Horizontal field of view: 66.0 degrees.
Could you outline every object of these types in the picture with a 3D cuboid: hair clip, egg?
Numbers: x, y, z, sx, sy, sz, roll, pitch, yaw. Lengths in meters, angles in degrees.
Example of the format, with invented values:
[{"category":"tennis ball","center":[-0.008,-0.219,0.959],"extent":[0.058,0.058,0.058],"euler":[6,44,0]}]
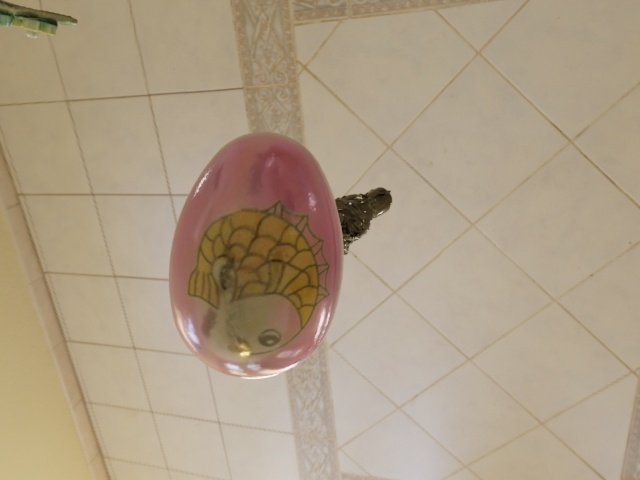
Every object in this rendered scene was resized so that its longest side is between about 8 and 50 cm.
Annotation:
[{"category":"hair clip","center":[-0.327,-0.223,0.468],"extent":[0.049,0.173,0.049],"euler":[-1,89,45]},{"category":"egg","center":[-0.071,0.019,0.550],"extent":[0.197,0.196,0.270],"euler":[-2,96,18]}]

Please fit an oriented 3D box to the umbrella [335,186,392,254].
[{"category":"umbrella","center":[-0.008,0.004,0.860],"extent":[0.154,0.337,0.128],"euler":[-15,103,46]}]
